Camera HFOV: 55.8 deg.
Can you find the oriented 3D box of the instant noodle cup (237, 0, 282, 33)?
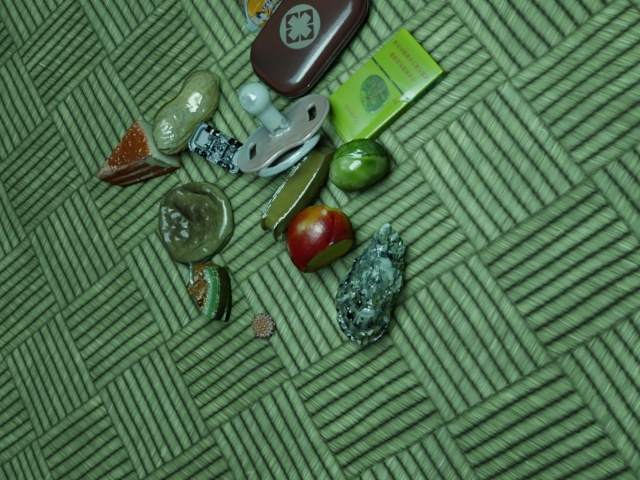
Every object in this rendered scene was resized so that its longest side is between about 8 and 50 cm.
[{"bbox_3d":[-0.183,-0.756,1.856,0.208,0.177,0.125,-40,57,-3],"label":"instant noodle cup"}]

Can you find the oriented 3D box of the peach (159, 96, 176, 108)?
[{"bbox_3d":[-0.485,-0.420,2.009,0.098,0.061,0.098,2,82,-10],"label":"peach"}]

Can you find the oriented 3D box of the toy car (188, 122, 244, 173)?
[{"bbox_3d":[-0.311,-0.288,1.911,0.191,0.100,0.097,29,98,3],"label":"toy car"}]

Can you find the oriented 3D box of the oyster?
[{"bbox_3d":[0.142,0.113,1.661,0.162,0.158,0.350,13,107,-10],"label":"oyster"}]

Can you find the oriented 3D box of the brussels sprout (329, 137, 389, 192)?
[{"bbox_3d":[0.100,-0.209,1.691,0.183,0.145,0.131,-24,83,19],"label":"brussels sprout"}]

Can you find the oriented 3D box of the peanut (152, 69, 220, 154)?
[{"bbox_3d":[-0.424,-0.412,1.921,0.149,0.149,0.313,31,80,22],"label":"peanut"}]

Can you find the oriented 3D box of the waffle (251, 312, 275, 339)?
[{"bbox_3d":[-0.174,0.261,1.840,0.075,0.029,0.083,-10,85,25],"label":"waffle"}]

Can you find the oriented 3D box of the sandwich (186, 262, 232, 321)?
[{"bbox_3d":[-0.356,0.160,1.884,0.160,0.109,0.184,1,86,21],"label":"sandwich"}]

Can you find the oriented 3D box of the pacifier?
[{"bbox_3d":[-0.124,-0.325,1.745,0.332,0.220,0.273,-29,91,19],"label":"pacifier"}]

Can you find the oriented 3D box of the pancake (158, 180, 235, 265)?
[{"bbox_3d":[-0.409,-0.058,1.955,0.295,0.049,0.294,-1,87,23],"label":"pancake"}]

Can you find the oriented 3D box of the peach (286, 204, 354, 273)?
[{"bbox_3d":[0.000,0.000,1.698,0.190,0.190,0.192,0,82,23],"label":"peach"}]

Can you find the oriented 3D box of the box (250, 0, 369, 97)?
[{"bbox_3d":[-0.039,-0.623,1.806,0.263,0.108,0.404,44,104,20],"label":"box"}]

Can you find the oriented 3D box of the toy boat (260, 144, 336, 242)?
[{"bbox_3d":[-0.056,-0.142,1.772,0.089,0.121,0.321,33,85,22],"label":"toy boat"}]

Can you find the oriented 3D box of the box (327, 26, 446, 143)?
[{"bbox_3d":[0.171,-0.426,1.734,0.335,0.047,0.187,-40,72,15],"label":"box"}]

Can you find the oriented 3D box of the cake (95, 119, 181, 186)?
[{"bbox_3d":[-0.617,-0.291,2.006,0.262,0.158,0.159,-14,76,23],"label":"cake"}]
